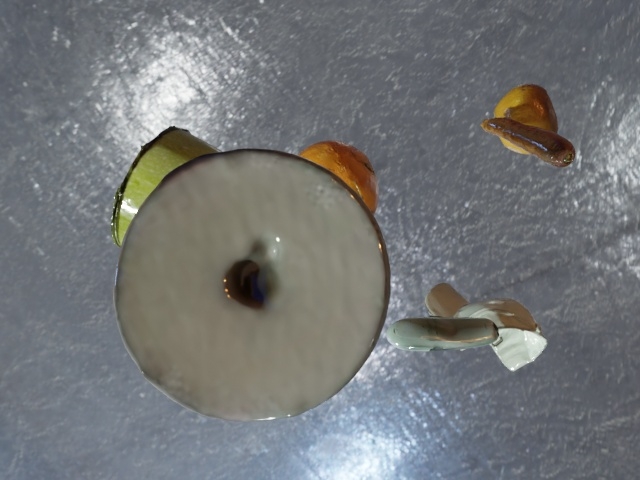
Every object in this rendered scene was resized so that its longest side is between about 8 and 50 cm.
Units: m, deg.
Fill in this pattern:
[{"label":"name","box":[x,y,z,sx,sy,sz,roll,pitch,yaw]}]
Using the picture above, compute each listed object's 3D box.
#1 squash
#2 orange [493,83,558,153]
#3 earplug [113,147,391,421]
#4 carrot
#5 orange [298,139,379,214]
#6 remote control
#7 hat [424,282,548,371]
[{"label":"squash","box":[-0.220,-0.056,1.131,0.133,0.220,0.220,34,128,8]},{"label":"orange","box":[0.447,-0.264,1.590,0.134,0.156,0.156,-5,117,14]},{"label":"earplug","box":[-0.076,0.071,0.993,0.313,0.394,0.312,0,82,0]},{"label":"carrot","box":[0.399,-0.202,1.422,0.248,0.059,0.059,40,142,51]},{"label":"orange","box":[0.028,-0.124,1.793,0.246,0.246,0.246,12,123,19]},{"label":"remote control","box":[0.278,0.206,1.655,0.256,0.097,0.045,-3,131,-5]},{"label":"hat","box":[0.422,0.190,1.863,0.258,0.301,0.168,27,106,-43]}]
